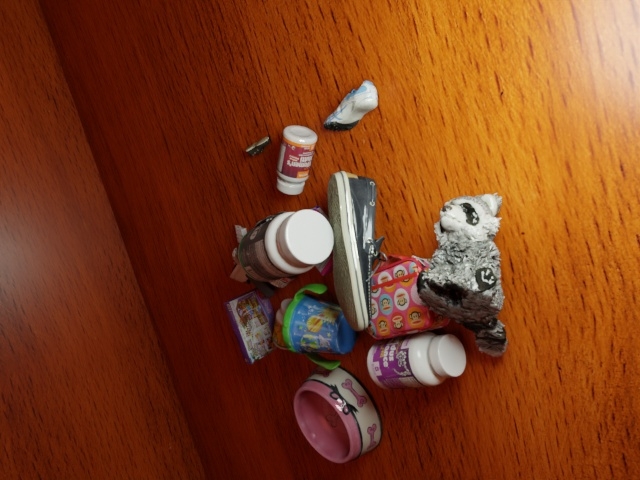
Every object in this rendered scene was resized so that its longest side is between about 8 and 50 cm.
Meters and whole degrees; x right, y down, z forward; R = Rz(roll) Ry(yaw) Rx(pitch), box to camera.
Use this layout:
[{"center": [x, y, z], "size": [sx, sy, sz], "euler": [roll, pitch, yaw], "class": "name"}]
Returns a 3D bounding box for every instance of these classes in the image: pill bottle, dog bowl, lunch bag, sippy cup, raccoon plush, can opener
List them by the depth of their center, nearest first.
[{"center": [0.414, 0.082, 1.297], "size": [0.216, 0.299, 0.446], "euler": [5, 144, 30], "class": "raccoon plush"}, {"center": [0.255, 0.166, 1.479], "size": [0.293, 0.120, 0.258], "euler": [-28, 68, 50], "class": "lunch bag"}, {"center": [0.303, 0.381, 1.499], "size": [0.301, 0.169, 0.169], "euler": [-27, 87, 49], "class": "pill bottle"}, {"center": [-0.121, 0.020, 1.573], "size": [0.361, 0.204, 0.204], "euler": [-19, 93, 56], "class": "pill bottle"}, {"center": [-0.090, -0.280, 1.654], "size": [0.121, 0.121, 0.221], "euler": [38, 131, 29], "class": "pill bottle"}, {"center": [0.014, 0.326, 1.759], "size": [0.224, 0.240, 0.305], "euler": [4, 149, 35], "class": "sippy cup"}, {"center": [0.051, 0.725, 1.939], "size": [0.408, 0.150, 0.408], "euler": [22, 123, 39], "class": "dog bowl"}, {"center": [-0.136, 0.353, 1.994], "size": [0.117, 0.117, 0.208], "euler": [36, 131, 31], "class": "pill bottle"}, {"center": [-0.277, 0.132, 1.998], "size": [0.093, 0.074, 0.280], "euler": [-23, 122, 18], "class": "can opener"}]

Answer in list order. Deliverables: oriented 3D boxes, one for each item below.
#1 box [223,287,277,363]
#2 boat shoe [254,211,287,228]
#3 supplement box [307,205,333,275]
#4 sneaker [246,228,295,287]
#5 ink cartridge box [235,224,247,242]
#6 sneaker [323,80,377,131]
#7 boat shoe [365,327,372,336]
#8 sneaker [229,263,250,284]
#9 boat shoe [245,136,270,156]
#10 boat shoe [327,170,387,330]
[{"center": [-0.293, 0.375, 2.107], "size": [0.057, 0.201, 0.293], "euler": [-13, 97, 48], "class": "box"}, {"center": [-0.195, -0.065, 1.906], "size": [0.206, 0.065, 0.075], "euler": [-14, 97, 49], "class": "boat shoe"}, {"center": [0.000, 0.000, 1.693], "size": [0.220, 0.111, 0.114], "euler": [51, 137, 17], "class": "supplement box"}, {"center": [-0.221, 0.084, 1.949], "size": [0.270, 0.090, 0.145], "euler": [41, 137, 2], "class": "sneaker"}, {"center": [-0.356, -0.031, 2.120], "size": [0.048, 0.028, 0.083], "euler": [12, 116, 43], "class": "ink cartridge box"}, {"center": [0.091, -0.406, 1.448], "size": [0.237, 0.085, 0.086], "euler": [-23, 64, 53], "class": "sneaker"}, {"center": [0.176, 0.274, 1.630], "size": [0.060, 0.064, 0.178], "euler": [-61, 30, 19], "class": "boat shoe"}, {"center": [-0.290, 0.084, 2.076], "size": [0.123, 0.106, 0.290], "euler": [30, 127, -9], "class": "sneaker"}, {"center": [-0.238, -0.366, 1.836], "size": [0.133, 0.049, 0.042], "euler": [-20, 121, 42], "class": "boat shoe"}, {"center": [0.124, 0.030, 1.467], "size": [0.187, 0.156, 0.500], "euler": [161, 105, -72], "class": "boat shoe"}]
